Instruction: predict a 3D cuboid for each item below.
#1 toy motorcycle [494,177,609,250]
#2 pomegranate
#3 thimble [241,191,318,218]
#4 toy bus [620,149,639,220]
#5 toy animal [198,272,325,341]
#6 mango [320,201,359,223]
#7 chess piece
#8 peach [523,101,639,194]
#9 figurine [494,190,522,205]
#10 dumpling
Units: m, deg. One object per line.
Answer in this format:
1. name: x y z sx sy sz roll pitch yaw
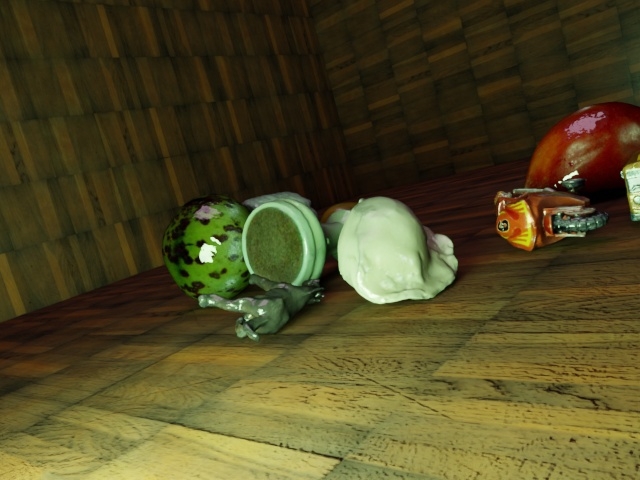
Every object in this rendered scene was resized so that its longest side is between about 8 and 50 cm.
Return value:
1. toy motorcycle: 0.396 -0.048 0.952 0.171 0.089 0.298 -15 6 15
2. pomegranate: -0.204 0.037 1.208 0.242 0.306 0.242 -56 13 20
3. thimble: -0.117 -0.025 1.434 0.172 0.204 0.250 -20 -10 -30
4. toy bus: 0.578 -0.105 0.902 0.098 0.114 0.201 -11 8 37
5. toy animal: -0.082 0.100 0.866 0.148 0.084 0.233 -11 5 27
6. mango: 0.109 -0.061 1.652 0.251 0.114 0.156 -6 -11 -40
7. chess piece: 0.000 0.000 1.145 0.195 0.194 0.299 -10 0 41
8. peach: 0.623 -0.210 1.241 0.362 0.201 0.258 -14 8 -12
9. figurine: 0.485 -0.092 1.316 0.109 0.047 0.064 13 14 29
10. dumpling: 0.125 0.018 0.858 0.193 0.147 0.258 18 35 0
